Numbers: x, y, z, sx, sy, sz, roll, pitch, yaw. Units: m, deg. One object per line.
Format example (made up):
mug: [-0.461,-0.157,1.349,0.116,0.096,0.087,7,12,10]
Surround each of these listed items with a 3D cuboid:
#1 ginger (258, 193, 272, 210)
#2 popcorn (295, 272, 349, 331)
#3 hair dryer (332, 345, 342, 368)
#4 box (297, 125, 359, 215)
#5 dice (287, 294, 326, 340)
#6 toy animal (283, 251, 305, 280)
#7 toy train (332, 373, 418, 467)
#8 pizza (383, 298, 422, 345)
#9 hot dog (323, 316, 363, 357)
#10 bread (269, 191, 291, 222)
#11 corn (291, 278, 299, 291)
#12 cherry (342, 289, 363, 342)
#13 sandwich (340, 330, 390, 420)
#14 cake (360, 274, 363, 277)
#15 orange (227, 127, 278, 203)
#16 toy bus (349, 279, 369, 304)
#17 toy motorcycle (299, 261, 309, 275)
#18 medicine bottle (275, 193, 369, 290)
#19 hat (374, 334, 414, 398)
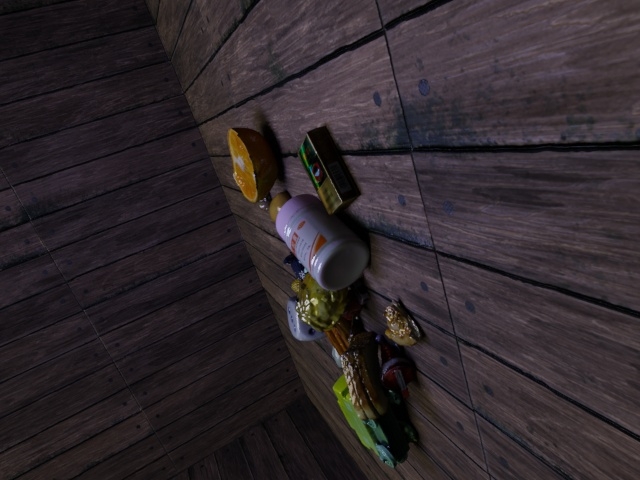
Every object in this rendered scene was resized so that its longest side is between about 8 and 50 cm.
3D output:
ginger: [-0.309,-0.246,2.103,0.104,0.080,0.204,-3,109,64]
popcorn: [-0.011,0.209,1.487,0.266,0.192,0.233,-47,42,43]
hair dryer: [0.084,0.499,2.034,0.225,0.088,0.219,-119,18,-67]
box: [0.019,-0.210,1.264,0.240,0.071,0.159,63,164,6]
dice: [-0.047,0.357,1.928,0.192,0.194,0.193,-168,73,-69]
toy animal: [-0.053,0.155,1.858,0.298,0.122,0.185,50,162,20]
toy train: [0.215,0.714,1.651,0.272,0.179,0.442,12,132,53]
pizza: [0.244,0.258,1.270,0.182,0.062,0.161,14,122,69]
hot dog: [0.112,0.409,1.711,0.349,0.117,0.158,59,155,-17]
bread: [-0.183,-0.136,1.879,0.147,0.098,0.217,67,161,6]
corn: [-0.095,0.234,2.117,0.091,0.091,0.260,26,167,-13]
cherry: [0.119,0.270,1.512,0.107,0.090,0.225,-50,27,26]
sandwich: [0.169,0.481,1.467,0.254,0.099,0.288,68,-164,2]
cake: [0.103,0.110,1.476,0.065,0.052,0.121,63,163,-8]
orange: [-0.302,-0.315,1.738,0.274,0.274,0.310,43,118,48]
toy bus: [0.134,0.170,1.495,0.131,0.037,0.052,57,156,26]
toy motorcycle: [-0.058,0.023,1.640,0.331,0.125,0.196,61,177,0]
medicine bottle: [0.000,0.000,1.379,0.316,0.202,0.202,47,155,43]
hat: [0.250,0.425,1.442,0.140,0.129,0.227,45,-168,-29]
